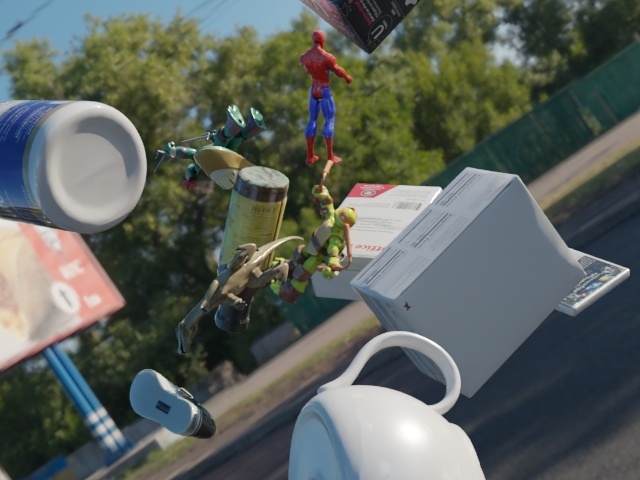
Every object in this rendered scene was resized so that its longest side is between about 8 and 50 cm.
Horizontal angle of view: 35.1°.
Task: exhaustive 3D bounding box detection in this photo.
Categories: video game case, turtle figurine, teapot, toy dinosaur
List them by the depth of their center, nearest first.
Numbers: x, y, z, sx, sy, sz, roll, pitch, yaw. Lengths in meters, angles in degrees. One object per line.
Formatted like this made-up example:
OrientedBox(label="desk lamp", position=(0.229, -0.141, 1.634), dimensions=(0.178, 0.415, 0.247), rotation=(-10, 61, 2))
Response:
OrientedBox(label="toy dinosaur", position=(-0.073, 0.029, 0.949), dimensions=(0.183, 0.053, 0.092), rotation=(-43, 11, -29))
OrientedBox(label="teapot", position=(0.082, 0.252, 0.978), dimensions=(0.187, 0.256, 0.252), rotation=(-1, 19, -17))
OrientedBox(label="turtle figurine", position=(0.000, 0.000, 1.800), dimensions=(0.217, 0.087, 0.270), rotation=(-46, 36, 31))
OrientedBox(label="video game case", position=(0.466, 0.072, 1.938), dimensions=(0.190, 0.022, 0.173), rotation=(-26, 35, -37))
OrientedBox(label="turtle figurine", position=(-0.231, -0.193, 2.135), dimensions=(0.234, 0.118, 0.175), rotation=(-35, 1, 27))

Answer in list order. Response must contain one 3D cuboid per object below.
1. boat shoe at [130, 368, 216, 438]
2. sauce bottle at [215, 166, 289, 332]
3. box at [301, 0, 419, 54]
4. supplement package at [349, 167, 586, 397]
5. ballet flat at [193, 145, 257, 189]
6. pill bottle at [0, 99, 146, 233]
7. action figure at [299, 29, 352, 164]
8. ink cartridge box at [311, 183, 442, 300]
OrientedBox(label="boat shoe", position=(-0.261, 0.293, 1.769), dimensions=(0.219, 0.070, 0.078), rotation=(25, 85, 50))
OrientedBox(label="sauce bottle", position=(-0.149, 0.024, 2.035), dimensions=(0.111, 0.111, 0.345), rotation=(-33, -38, -60))
OrientedBox(label="box", position=(0.014, -0.424, 1.522), dimensions=(0.142, 0.247, 0.163), rotation=(-49, -27, 2))
OrientedBox(label="supplement package", position=(0.218, 0.057, 1.492), dimensions=(0.262, 0.204, 0.145), rotation=(-44, 22, -11))
OrientedBox(label="ballet flat", position=(-0.171, -0.132, 2.074), dimensions=(0.080, 0.073, 0.232), rotation=(-21, -21, 28))
OrientedBox(label="pill bottle", position=(-0.346, -0.094, 1.234), dimensions=(0.264, 0.153, 0.153), rotation=(8, 32, 44))
OrientedBox(label="action figure", position=(0.015, -0.315, 2.179), dimensions=(0.091, 0.281, 0.139), rotation=(6, 22, 25))
OrientedBox(label="ink cartridge box", position=(0.117, 0.002, 2.033), dimensions=(0.196, 0.114, 0.273), rotation=(4, 34, 27))
